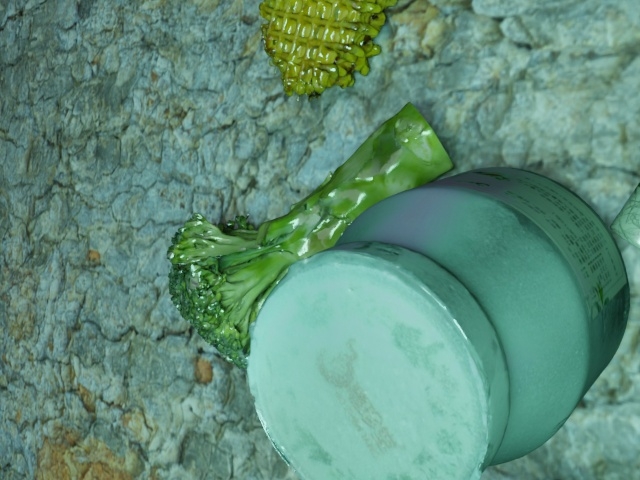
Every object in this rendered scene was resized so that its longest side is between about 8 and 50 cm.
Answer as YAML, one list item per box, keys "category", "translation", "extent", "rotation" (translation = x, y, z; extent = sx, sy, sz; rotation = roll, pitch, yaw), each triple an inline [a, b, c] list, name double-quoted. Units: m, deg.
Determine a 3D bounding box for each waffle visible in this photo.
- category: "waffle"
  translation: [0.002, -0.278, 0.926]
  extent: [0.197, 0.070, 0.193]
  rotation: [-43, 59, 31]

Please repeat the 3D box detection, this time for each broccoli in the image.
- category: "broccoli"
  translation: [-0.003, 0.011, 0.829]
  extent: [0.361, 0.221, 0.252]
  rotation: [-31, 30, 33]

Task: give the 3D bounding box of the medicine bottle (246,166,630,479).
- category: "medicine bottle"
  translation: [0.103, 0.076, 0.610]
  extent: [0.245, 0.290, 0.245]
  rotation: [9, 108, 31]

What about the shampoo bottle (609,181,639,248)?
- category: "shampoo bottle"
  translation: [0.332, -0.080, 0.623]
  extent: [0.065, 0.065, 0.204]
  rotation: [41, 111, 36]
